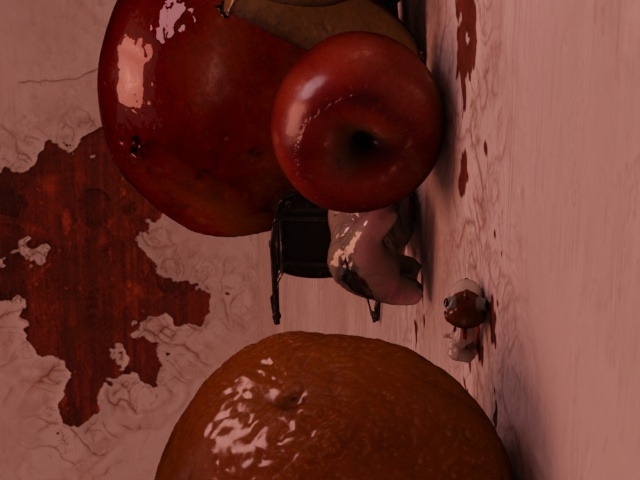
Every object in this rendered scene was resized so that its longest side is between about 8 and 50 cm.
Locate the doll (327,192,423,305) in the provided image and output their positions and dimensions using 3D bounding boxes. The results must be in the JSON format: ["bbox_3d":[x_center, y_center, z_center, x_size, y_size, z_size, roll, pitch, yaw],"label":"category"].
[{"bbox_3d":[0.057,-0.009,1.878,0.192,0.095,0.149,-87,-23,-58],"label":"doll"}]

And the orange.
[{"bbox_3d":[0.016,0.257,1.462,0.322,0.322,0.357,-101,2,-54],"label":"orange"}]

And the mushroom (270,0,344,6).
[{"bbox_3d":[0.010,-0.360,1.776,0.212,0.292,0.217,60,-161,-9],"label":"mushroom"}]

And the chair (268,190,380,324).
[{"bbox_3d":[0.000,0.000,2.249,0.221,0.140,0.145,-99,10,-66],"label":"chair"}]

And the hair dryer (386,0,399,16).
[{"bbox_3d":[0.016,-0.357,1.979,0.301,0.121,0.361,-23,81,56],"label":"hair dryer"}]

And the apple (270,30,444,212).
[{"bbox_3d":[0.036,-0.121,1.725,0.168,0.181,0.181,-100,11,-56],"label":"apple"}]

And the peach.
[{"bbox_3d":[-0.124,-0.207,2.324,0.353,0.339,0.417,-73,-22,-52],"label":"peach"}]

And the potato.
[{"bbox_3d":[0.022,-0.244,1.876,0.098,0.243,0.138,-60,2,24],"label":"potato"}]

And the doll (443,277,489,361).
[{"bbox_3d":[0.128,0.074,1.570,0.058,0.040,0.085,-76,-7,-65],"label":"doll"}]
